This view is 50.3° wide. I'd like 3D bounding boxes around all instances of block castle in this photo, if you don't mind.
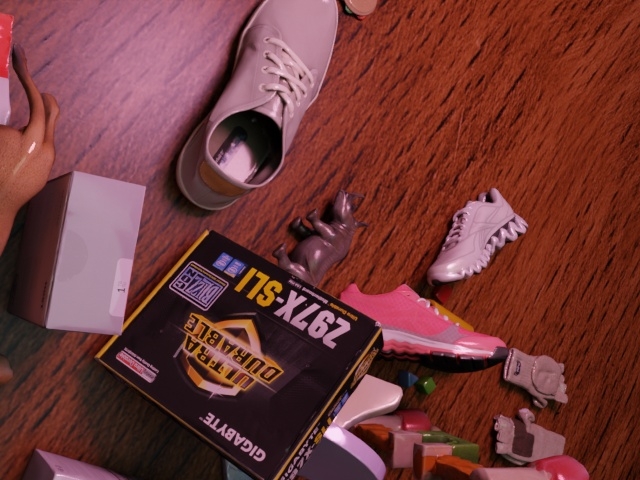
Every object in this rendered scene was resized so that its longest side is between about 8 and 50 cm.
[{"bbox_3d":[0.210,0.450,1.074,0.213,0.453,0.302,8,84,-25],"label":"block castle"}]

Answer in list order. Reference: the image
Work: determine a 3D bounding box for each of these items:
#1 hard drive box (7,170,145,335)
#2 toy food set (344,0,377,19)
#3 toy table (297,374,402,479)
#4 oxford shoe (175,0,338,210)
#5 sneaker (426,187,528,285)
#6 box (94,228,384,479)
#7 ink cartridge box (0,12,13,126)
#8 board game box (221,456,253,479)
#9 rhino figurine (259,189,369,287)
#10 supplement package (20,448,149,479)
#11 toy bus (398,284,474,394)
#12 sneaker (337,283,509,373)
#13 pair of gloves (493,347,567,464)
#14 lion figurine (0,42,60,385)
[{"bbox_3d":[-0.316,0.018,0.863,0.089,0.232,0.180,12,83,-32],"label":"hard drive box"},{"bbox_3d":[0.070,-0.450,1.249,0.083,0.020,0.082,-43,112,-27],"label":"toy food set"},{"bbox_3d":[-0.012,0.256,1.056,0.274,0.252,0.160,27,51,3],"label":"toy table"},{"bbox_3d":[-0.074,-0.244,1.090,0.169,0.130,0.449,37,69,-26],"label":"oxford shoe"},{"bbox_3d":[0.291,-0.006,1.345,0.292,0.110,0.118,-35,99,-39],"label":"sneaker"},{"bbox_3d":[-0.111,0.156,0.958,0.257,0.322,0.079,-51,152,-23],"label":"box"},{"bbox_3d":[-0.489,-0.204,0.861,0.181,0.056,0.224,7,87,-33],"label":"ink cartridge box"},{"bbox_3d":[-0.118,0.348,1.114,0.090,0.020,0.089,-6,91,-33],"label":"board game box"},{"bbox_3d":[0.000,0.000,1.166,0.243,0.073,0.106,-47,109,-26],"label":"rhino figurine"},{"bbox_3d":[-0.290,0.397,0.932,0.244,0.134,0.139,29,74,-29],"label":"supplement package"},{"bbox_3d":[0.242,0.190,1.302,0.202,0.104,0.190,-21,101,-31],"label":"toy bus"},{"bbox_3d":[0.167,0.141,1.172,0.314,0.116,0.136,7,69,10],"label":"sneaker"},{"bbox_3d":[0.456,0.366,1.479,0.204,0.042,0.240,16,79,-29],"label":"pair of gloves"},{"bbox_3d":[-0.389,-0.021,0.776,0.142,0.240,0.392,13,105,-35],"label":"lion figurine"}]
